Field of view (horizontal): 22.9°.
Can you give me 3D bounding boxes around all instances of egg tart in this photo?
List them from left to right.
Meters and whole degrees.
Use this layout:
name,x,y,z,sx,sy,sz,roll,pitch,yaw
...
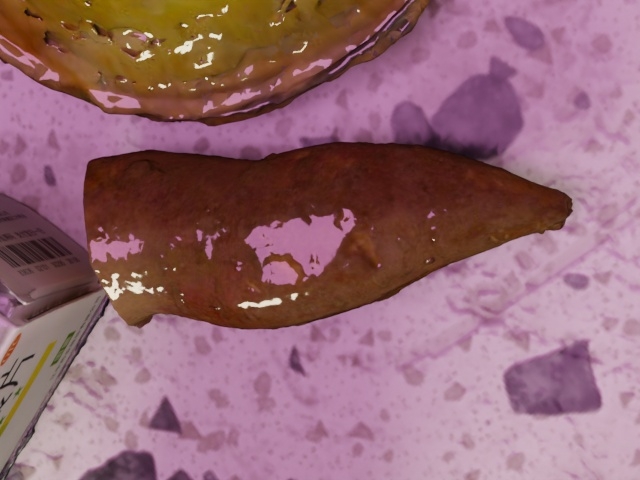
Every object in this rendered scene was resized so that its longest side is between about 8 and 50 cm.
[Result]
name,x,y,z,sx,sy,sz,roll,pitch,yaw
egg tart,-0.105,-0.286,1.031,0.443,0.178,0.443,2,98,15

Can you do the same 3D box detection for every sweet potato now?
name,x,y,z,sx,sy,sz,roll,pitch,yaw
sweet potato,-0.001,-0.002,1.065,0.336,0.131,0.131,-1,97,19

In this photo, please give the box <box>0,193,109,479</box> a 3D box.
name,x,y,z,sx,sy,sz,roll,pitch,yaw
box,-0.304,0.126,1.144,0.145,0.173,0.333,34,105,7
